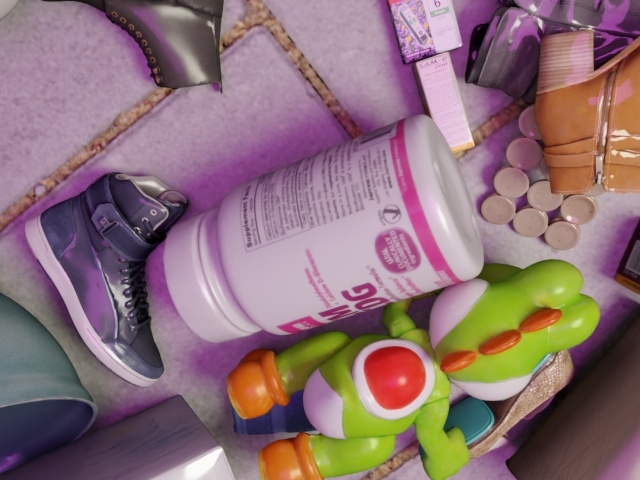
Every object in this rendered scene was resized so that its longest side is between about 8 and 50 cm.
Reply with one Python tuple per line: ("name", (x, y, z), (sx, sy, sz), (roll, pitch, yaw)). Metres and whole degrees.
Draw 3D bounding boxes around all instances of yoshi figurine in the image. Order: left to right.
("yoshi figurine", (0.103, 0.127, 0.752), (0.362, 0.203, 0.203), (-25, 124, 11))

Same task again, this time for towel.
("towel", (-0.043, 0.187, 0.830), (0.120, 0.029, 0.067), (-4, 99, 4))

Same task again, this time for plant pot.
("plant pot", (-0.403, 0.144, 0.733), (0.293, 0.293, 0.196), (-32, 70, 7))

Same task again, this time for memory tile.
("memory tile", (0.240, -0.063, 0.751), (0.113, 0.012, 0.148), (22, 127, 8))

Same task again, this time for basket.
("basket", (0.343, 0.196, 0.760), (0.204, 0.154, 0.227), (31, 96, -3))

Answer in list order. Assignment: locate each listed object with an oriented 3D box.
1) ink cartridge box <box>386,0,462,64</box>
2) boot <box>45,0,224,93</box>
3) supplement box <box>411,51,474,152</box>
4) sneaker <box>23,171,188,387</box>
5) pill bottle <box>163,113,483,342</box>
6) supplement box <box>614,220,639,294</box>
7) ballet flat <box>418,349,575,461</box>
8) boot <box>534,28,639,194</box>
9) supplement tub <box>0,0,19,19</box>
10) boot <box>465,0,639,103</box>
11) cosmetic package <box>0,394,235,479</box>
("ink cartridge box", (0.102, -0.248, 0.753), (0.063, 0.029, 0.115), (-16, 99, 5))
("boot", (-0.195, -0.216, 0.740), (0.198, 0.077, 0.137), (-3, 104, -5))
("supplement box", (0.127, -0.141, 0.753), (0.036, 0.062, 0.098), (-17, 99, 6))
("sneaker", (-0.194, 0.035, 0.782), (0.163, 0.086, 0.226), (-30, 96, 9))
("pill bottle", (0.000, 0.000, 0.711), (0.283, 0.160, 0.160), (-19, 98, 21))
("supplement box", (0.424, 0.047, 0.751), (0.188, 0.104, 0.080), (20, 99, -2))
("ballet flat", (0.202, 0.192, 0.805), (0.206, 0.073, 0.067), (-43, 115, 12))
("boot", (0.297, -0.118, 0.655), (0.197, 0.073, 0.152), (-1, 101, 28))
("supplement tub", (-0.442, -0.345, 0.654), (0.325, 0.235, 0.235), (17, 100, -1))
("boot", (0.302, -0.262, 0.698), (0.223, 0.118, 0.338), (30, 100, -1))
("cosmetic package", (-0.202, 0.279, 0.721), (0.224, 0.225, 0.138), (-22, 97, -19))
